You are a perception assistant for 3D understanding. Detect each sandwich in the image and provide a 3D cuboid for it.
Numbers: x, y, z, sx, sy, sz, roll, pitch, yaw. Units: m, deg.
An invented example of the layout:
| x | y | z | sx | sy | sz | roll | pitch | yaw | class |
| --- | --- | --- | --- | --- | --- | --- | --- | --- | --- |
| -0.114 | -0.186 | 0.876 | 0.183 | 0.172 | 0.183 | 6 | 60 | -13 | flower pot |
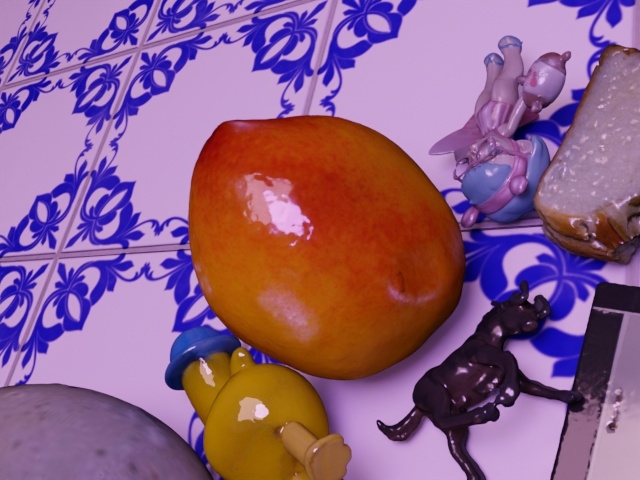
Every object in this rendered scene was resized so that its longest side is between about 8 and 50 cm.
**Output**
| x | y | z | sx | sy | sz | roll | pitch | yaw | class |
| --- | --- | --- | --- | --- | --- | --- | --- | --- | --- |
| 0.380 | -0.073 | 0.721 | 0.273 | 0.095 | 0.249 | 21 | 73 | 42 | sandwich |

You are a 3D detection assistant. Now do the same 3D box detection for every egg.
| x | y | z | sx | sy | sz | roll | pitch | yaw | class |
| --- | --- | --- | --- | --- | --- | --- | --- | --- | --- |
| -0.306 | 0.334 | 0.778 | 0.428 | 0.345 | 0.344 | 0 | 62 | 17 | egg |

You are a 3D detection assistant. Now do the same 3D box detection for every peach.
| x | y | z | sx | sy | sz | roll | pitch | yaw | class |
| --- | --- | --- | --- | --- | --- | --- | --- | --- | --- |
| 0.002 | 0.002 | 0.788 | 0.289 | 0.308 | 0.289 | -16 | 47 | 18 | peach |

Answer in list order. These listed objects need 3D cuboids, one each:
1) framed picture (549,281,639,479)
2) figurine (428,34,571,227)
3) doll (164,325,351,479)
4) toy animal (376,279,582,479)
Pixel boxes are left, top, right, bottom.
| x | y | z | sx | sy | sz | roll | pitch | yaw | class |
| --- | --- | --- | --- | --- | --- | --- | --- | --- | --- |
| 0.392 | 0.175 | 0.619 | 0.347 | 0.016 | 0.264 | 6 | 67 | 36 | framed picture |
| 0.239 | -0.145 | 0.853 | 0.205 | 0.103 | 0.260 | -32 | 40 | 48 | figurine |
| -0.088 | 0.214 | 0.838 | 0.363 | 0.145 | 0.199 | 20 | 118 | 55 | doll |
| 0.169 | 0.156 | 0.753 | 0.232 | 0.084 | 0.148 | -47 | 28 | 9 | toy animal |
